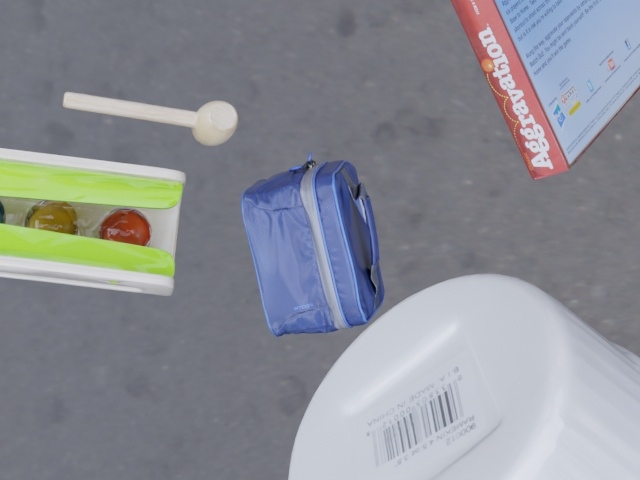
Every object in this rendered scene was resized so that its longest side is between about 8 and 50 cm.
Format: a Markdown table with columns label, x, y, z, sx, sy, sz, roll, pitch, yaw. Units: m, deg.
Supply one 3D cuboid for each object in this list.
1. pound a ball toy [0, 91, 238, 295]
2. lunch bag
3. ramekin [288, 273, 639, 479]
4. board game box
| label | x | y | z | sx | sy | sz | roll | pitch | yaw |
| --- | --- | --- | --- | --- | --- | --- | --- | --- | --- |
| pound a ball toy | -0.258 | -0.056 | 1.655 | 0.319 | 0.136 | 0.208 | 6 | 81 | -8 |
| lunch bag | 0.000 | 0.000 | 0.859 | 0.065 | 0.067 | 0.098 | -10 | 102 | 13 |
| ramekin | 0.107 | 0.157 | 1.106 | 0.277 | 0.135 | 0.277 | -31 | 35 | 25 |
| board game box | 0.156 | -0.158 | 0.899 | 0.027 | 0.281 | 0.145 | -14 | 108 | 38 |
